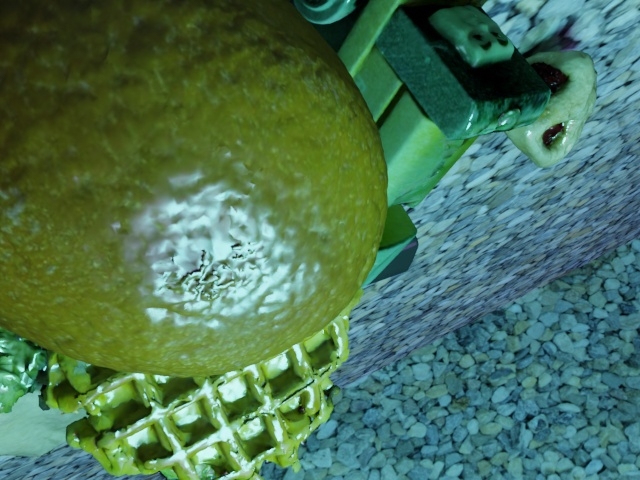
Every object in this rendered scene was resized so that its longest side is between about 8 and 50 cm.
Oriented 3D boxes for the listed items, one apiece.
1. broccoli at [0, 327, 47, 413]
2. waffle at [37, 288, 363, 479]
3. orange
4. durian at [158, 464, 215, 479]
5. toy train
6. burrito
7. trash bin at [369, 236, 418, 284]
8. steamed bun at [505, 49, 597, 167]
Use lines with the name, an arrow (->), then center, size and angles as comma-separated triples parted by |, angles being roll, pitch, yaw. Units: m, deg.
broccoli -> -0.374, 0.134, 0.575 | 0.275, 0.397, 0.353 | -41, 163, 28
waffle -> -0.125, 0.118, 0.870 | 0.380, 0.381, 0.095 | 17, 180, -26
orange -> -0.118, -0.061, 0.531 | 0.357, 0.322, 0.322 | 28, 124, -31
durian -> -0.172, 0.163, 0.962 | 0.163, 0.394, 0.198 | 5, -160, 19
toy train -> 0.038, -0.127, 0.698 | 0.160, 0.253, 0.397 | -13, 153, -39
burrito -> -0.451, 0.206, 0.955 | 0.190, 0.135, 0.332 | -34, 157, 10
trash bin -> 0.000, 0.000, 1.039 | 0.226, 0.165, 0.115 | -22, 158, -13
steamed bun -> 0.333, -0.208, 1.039 | 0.155, 0.140, 0.172 | -43, 151, 18
